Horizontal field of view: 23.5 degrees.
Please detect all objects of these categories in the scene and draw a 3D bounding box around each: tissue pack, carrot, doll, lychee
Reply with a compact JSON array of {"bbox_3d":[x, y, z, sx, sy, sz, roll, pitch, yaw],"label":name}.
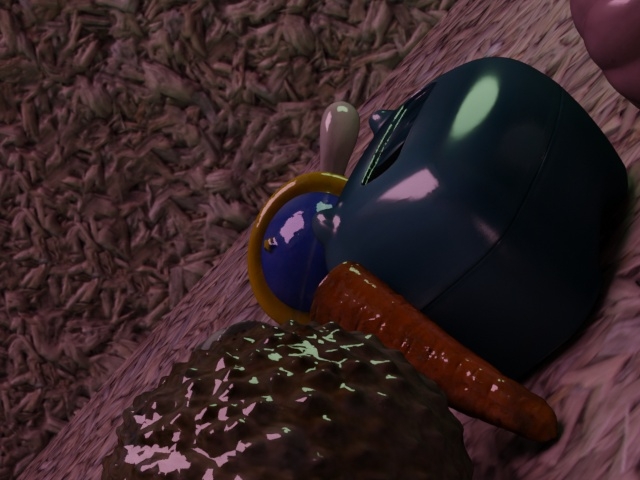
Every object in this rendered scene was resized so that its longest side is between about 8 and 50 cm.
[{"bbox_3d":[0.125,-0.026,1.285,0.198,0.206,0.287,-40,13,37],"label":"tissue pack"},{"bbox_3d":[0.088,0.089,1.119,0.061,0.210,0.061,-35,-37,-33],"label":"carrot"},{"bbox_3d":[0.018,-0.024,1.896,0.242,0.160,0.311,28,-105,-74],"label":"doll"},{"bbox_3d":[-0.026,0.175,1.049,0.255,0.274,0.255,-30,48,40],"label":"lychee"}]

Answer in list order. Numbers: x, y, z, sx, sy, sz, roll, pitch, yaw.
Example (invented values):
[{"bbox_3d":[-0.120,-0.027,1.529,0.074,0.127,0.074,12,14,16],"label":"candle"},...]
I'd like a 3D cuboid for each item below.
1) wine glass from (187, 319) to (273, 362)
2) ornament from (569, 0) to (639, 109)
[{"bbox_3d":[-0.108,0.157,1.938,0.103,0.103,0.231,-51,7,-13],"label":"wine glass"},{"bbox_3d":[0.299,-0.195,1.274,0.177,0.177,0.177,-47,9,10],"label":"ornament"}]
